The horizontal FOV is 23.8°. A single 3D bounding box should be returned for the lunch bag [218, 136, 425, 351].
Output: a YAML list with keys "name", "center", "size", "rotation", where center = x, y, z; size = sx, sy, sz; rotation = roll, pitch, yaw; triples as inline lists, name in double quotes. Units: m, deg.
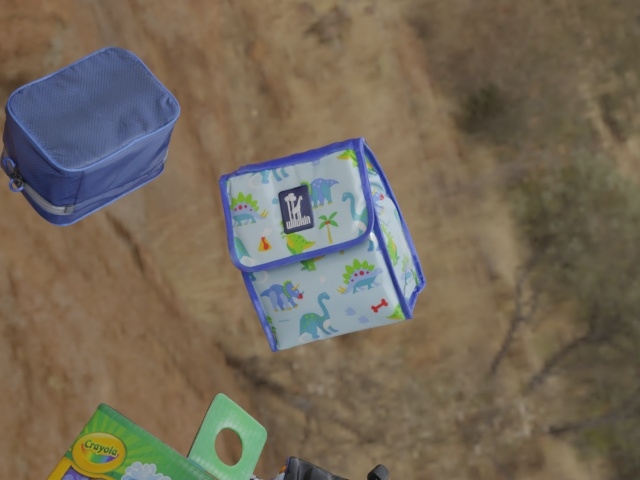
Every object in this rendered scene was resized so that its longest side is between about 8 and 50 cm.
- name: "lunch bag"
  center: [0.000, 0.000, 1.228]
  size: [0.096, 0.128, 0.151]
  rotation: [-60, 133, -66]

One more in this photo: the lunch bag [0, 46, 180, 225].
- name: "lunch bag"
  center: [-0.133, -0.054, 0.852]
  size: [0.067, 0.098, 0.065]
  rotation: [50, -31, 19]

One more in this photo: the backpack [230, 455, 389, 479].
- name: "backpack"
  center: [-0.052, 0.382, 1.577]
  size: [0.276, 0.213, 0.263]
  rotation: [-54, 154, -38]

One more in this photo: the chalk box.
- name: "chalk box"
  center: [-0.137, 0.272, 1.304]
  size: [0.289, 0.179, 0.180]
  rotation: [-54, 137, -10]
